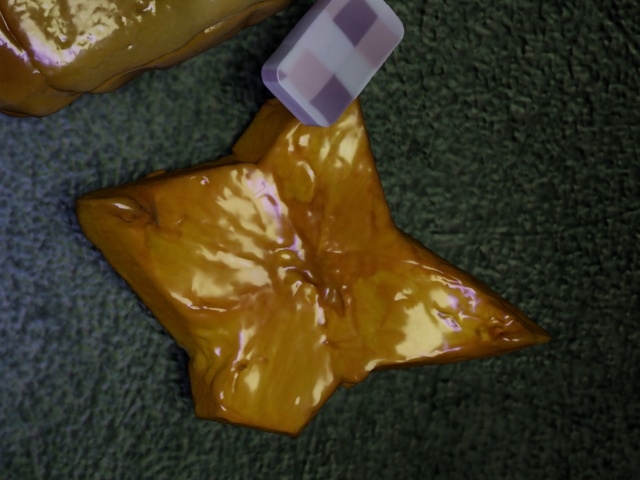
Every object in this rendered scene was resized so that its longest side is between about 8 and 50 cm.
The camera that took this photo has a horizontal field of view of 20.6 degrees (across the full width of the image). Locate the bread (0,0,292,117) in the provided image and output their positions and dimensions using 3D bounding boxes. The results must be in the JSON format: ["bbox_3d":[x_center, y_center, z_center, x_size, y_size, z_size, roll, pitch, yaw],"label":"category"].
[{"bbox_3d":[-0.130,-0.206,1.265,0.294,0.132,0.167,-25,94,-12],"label":"bread"}]

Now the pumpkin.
[{"bbox_3d":[-0.007,0.026,1.324,0.258,0.095,0.290,-35,98,-16],"label":"pumpkin"}]

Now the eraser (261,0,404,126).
[{"bbox_3d":[0.010,-0.137,1.278,0.065,0.026,0.105,46,71,-28],"label":"eraser"}]
